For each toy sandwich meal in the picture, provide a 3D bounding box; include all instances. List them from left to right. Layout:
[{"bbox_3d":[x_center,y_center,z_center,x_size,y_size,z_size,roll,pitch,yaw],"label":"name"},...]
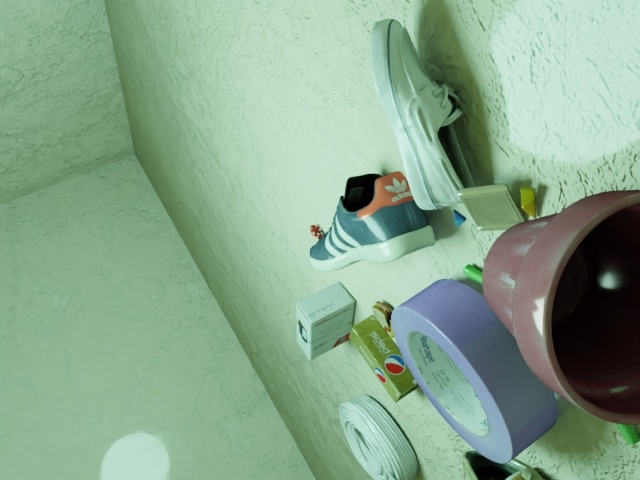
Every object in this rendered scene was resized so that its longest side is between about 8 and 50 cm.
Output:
[{"bbox_3d":[0.137,0.169,1.125,0.085,0.029,0.086,48,153,34],"label":"toy sandwich meal"}]

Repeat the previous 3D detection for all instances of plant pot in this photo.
[{"bbox_3d":[0.260,0.049,0.533,0.180,0.201,0.202,-146,33,-77],"label":"plant pot"}]

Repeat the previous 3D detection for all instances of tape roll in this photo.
[{"bbox_3d":[0.227,0.199,0.832,0.275,0.090,0.275,54,164,23],"label":"tape roll"}]

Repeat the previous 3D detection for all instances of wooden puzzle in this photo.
[{"bbox_3d":[0.221,-0.042,0.684,0.116,0.014,0.079,2,137,38],"label":"wooden puzzle"}]

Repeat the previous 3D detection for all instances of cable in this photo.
[{"bbox_3d":[0.150,0.537,1.430,0.257,0.089,0.257,67,158,-6],"label":"cable"}]

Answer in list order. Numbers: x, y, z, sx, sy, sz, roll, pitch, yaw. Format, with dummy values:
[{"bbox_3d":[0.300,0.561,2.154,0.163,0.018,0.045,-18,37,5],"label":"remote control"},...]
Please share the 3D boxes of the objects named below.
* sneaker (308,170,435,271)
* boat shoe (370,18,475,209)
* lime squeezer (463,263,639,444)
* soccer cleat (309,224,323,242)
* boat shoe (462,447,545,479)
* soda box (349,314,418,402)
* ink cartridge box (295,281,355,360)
[{"bbox_3d":[0.067,-0.036,0.952,0.350,0.131,0.148,-17,92,62],"label":"sneaker"},{"bbox_3d":[0.141,-0.164,0.696,0.084,0.095,0.258,-7,118,34],"label":"boat shoe"},{"bbox_3d":[0.294,0.127,0.698,0.310,0.058,0.110,50,154,29],"label":"lime squeezer"},{"bbox_3d":[0.000,0.000,1.248,0.083,0.029,0.036,51,151,18],"label":"soccer cleat"},{"bbox_3d":[0.333,0.435,0.876,0.103,0.113,0.302,61,159,-9],"label":"boat shoe"},{"bbox_3d":[0.139,0.258,1.178,0.181,0.061,0.058,53,156,26],"label":"soda box"},{"bbox_3d":[0.010,0.198,1.312,0.072,0.127,0.175,51,154,34],"label":"ink cartridge box"}]
